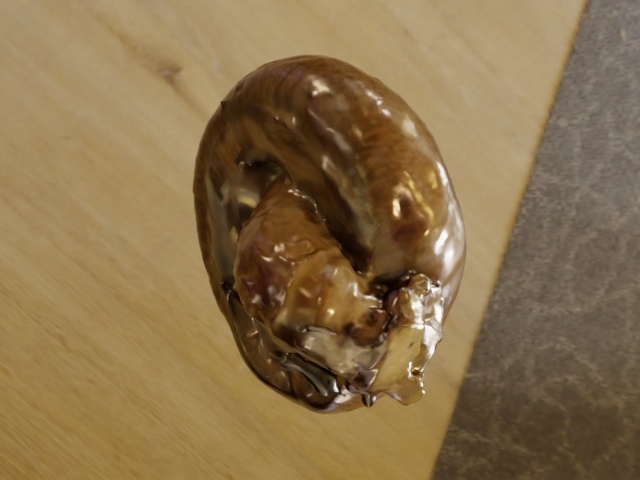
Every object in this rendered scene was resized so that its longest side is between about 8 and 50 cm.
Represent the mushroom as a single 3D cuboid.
[{"bbox_3d":[0.012,0.006,0.868,0.195,0.283,0.263,12,129,-26],"label":"mushroom"}]
